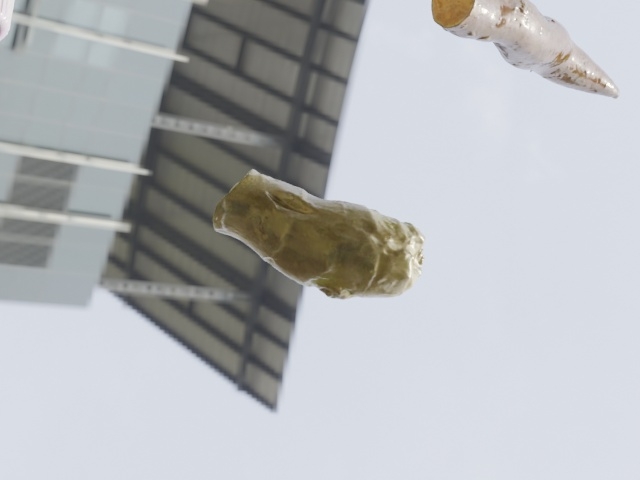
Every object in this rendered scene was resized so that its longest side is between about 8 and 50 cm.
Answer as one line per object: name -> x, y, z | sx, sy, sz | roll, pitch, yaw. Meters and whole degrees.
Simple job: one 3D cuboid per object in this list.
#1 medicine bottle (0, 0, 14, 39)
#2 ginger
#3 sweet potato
medicine bottle -> -0.309, -0.277, 1.414 | 0.083, 0.083, 0.203 | -27, -130, 39
ginger -> 0.000, 0.000, 1.904 | 0.263, 0.109, 0.116 | 22, -61, 3
sweet potato -> 0.205, -0.193, 1.488 | 0.067, 0.281, 0.059 | 5, -96, 36
